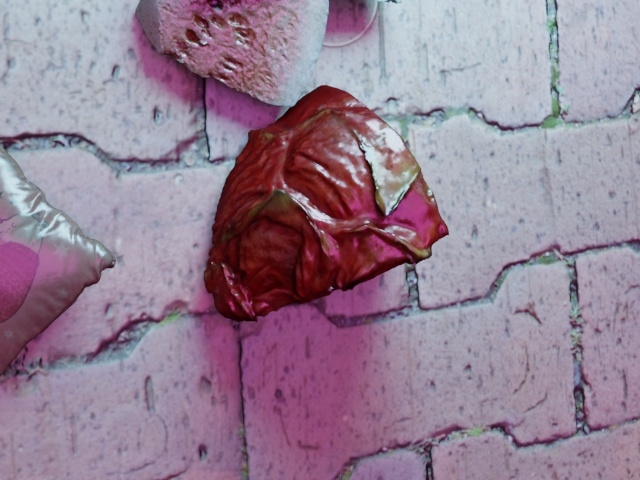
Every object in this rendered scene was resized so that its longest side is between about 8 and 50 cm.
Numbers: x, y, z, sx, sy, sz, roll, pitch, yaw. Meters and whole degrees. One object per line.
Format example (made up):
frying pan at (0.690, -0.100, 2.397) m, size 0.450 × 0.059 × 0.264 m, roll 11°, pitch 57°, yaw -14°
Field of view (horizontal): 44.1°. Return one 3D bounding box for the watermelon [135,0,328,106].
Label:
watermelon at (-0.124, -0.273, 1.052) m, size 0.241 × 0.094 × 0.154 m, roll 10°, pitch 98°, yaw -18°

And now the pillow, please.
pillow at (-0.401, 0.025, 0.955) m, size 0.223 × 0.084 × 0.236 m, roll -45°, pitch 101°, yaw -12°

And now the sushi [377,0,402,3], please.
sushi at (-0.049, -0.455, 1.070) m, size 0.292 × 0.059 × 0.294 m, roll -5°, pitch 80°, yaw -32°

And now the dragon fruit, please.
dragon fruit at (0.000, 0.000, 1.057) m, size 0.330 × 0.302 × 0.240 m, roll -44°, pitch 134°, yaw -1°
